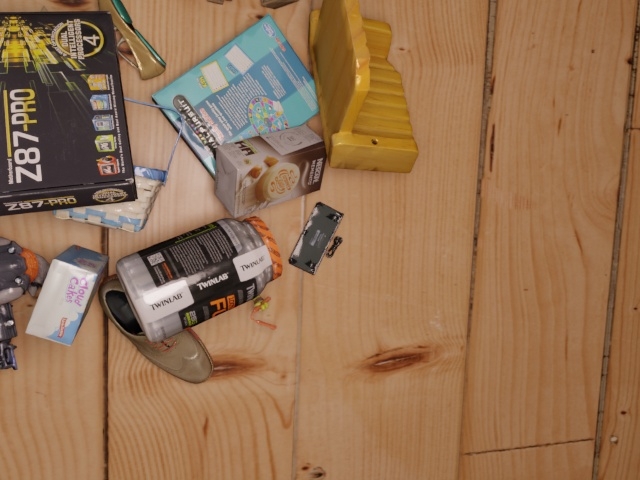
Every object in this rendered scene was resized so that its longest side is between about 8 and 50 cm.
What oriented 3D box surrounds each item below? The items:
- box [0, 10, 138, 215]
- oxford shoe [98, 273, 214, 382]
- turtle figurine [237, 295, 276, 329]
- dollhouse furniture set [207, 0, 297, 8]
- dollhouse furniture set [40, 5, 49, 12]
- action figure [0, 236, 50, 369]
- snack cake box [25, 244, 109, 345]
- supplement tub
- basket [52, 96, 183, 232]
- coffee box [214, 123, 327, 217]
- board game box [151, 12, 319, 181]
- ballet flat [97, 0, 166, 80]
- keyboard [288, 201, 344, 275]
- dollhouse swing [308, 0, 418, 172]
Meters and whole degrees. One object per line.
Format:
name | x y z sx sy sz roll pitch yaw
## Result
box | -0.536 -0.248 1.025 0.318 0.097 0.394 -8 73 -15
oxford shoe | -0.388 0.228 1.267 0.348 0.130 0.123 45 83 -16
turtle figurine | -0.195 0.089 1.332 0.270 0.087 0.217 29 80 -8
dollhouse furniture set | -0.169 -0.633 1.205 0.242 0.212 0.160 -7 100 -42
dollhouse furniture set | -0.548 -0.474 1.180 0.081 0.091 0.114 -39 102 -25
action figure | -0.699 0.120 1.099 0.330 0.179 0.341 -24 96 -52
snack cake box | -0.526 0.105 1.144 0.089 0.264 0.152 22 90 -18
supplement tub | -0.254 0.072 1.164 0.316 0.194 0.193 -24 102 -22
basket | -0.454 -0.174 1.168 0.255 0.201 0.288 15 97 -15
coffee box | -0.113 -0.165 1.257 0.247 0.098 0.141 -22 143 -31
board game box | -0.186 -0.332 1.294 0.336 0.079 0.253 -38 105 -9
ballet flat | -0.442 -0.466 1.209 0.073 0.080 0.232 -34 103 5
keyboard | 0.000 0.000 1.414 0.108 0.023 0.180 26 89 -11
dollhouse swing | 0.130 -0.376 1.188 0.315 0.305 0.346 0 70 -26
